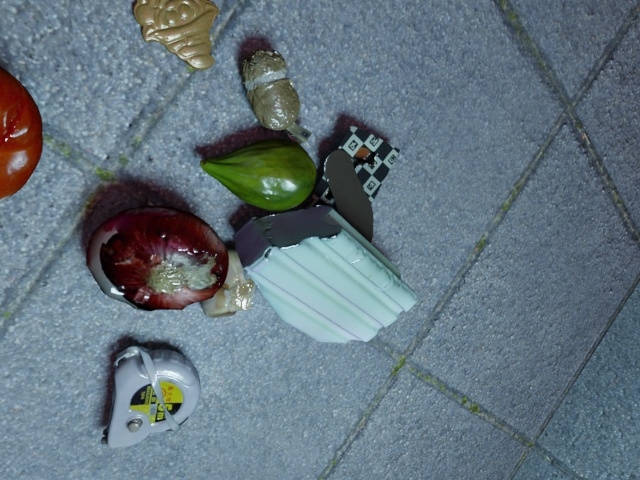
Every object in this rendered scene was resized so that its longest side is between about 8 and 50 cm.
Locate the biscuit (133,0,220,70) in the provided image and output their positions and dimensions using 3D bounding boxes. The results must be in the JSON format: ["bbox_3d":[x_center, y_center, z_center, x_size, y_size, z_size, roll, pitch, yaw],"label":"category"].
[{"bbox_3d":[-0.291,-0.455,0.812,0.162,0.035,0.250,-42,117,-16],"label":"biscuit"}]

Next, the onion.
[{"bbox_3d":[-0.325,0.022,0.863,0.271,0.195,0.272,0,133,0],"label":"onion"}]

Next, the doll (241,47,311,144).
[{"bbox_3d":[-0.101,-0.304,0.910,0.115,0.105,0.221,-66,142,-47],"label":"doll"}]

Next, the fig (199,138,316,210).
[{"bbox_3d":[-0.126,-0.136,0.916,0.233,0.167,0.167,-16,112,-4],"label":"fig"}]

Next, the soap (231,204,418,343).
[{"bbox_3d":[0.011,0.088,0.998,0.261,0.156,0.446,-40,131,14],"label":"soap"}]

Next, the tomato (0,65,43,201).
[{"bbox_3d":[-0.589,-0.174,0.609,0.226,0.299,0.299,42,82,11],"label":"tomato"}]

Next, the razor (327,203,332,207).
[{"bbox_3d":[-0.005,-0.002,1.071,0.066,0.033,0.190,-42,144,-54],"label":"razor"}]

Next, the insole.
[{"bbox_3d":[0.079,-0.093,1.074,0.111,0.007,0.328,-36,132,-14],"label":"insole"}]

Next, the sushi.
[{"bbox_3d":[0.066,-0.148,1.069,0.192,0.043,0.280,13,113,-36],"label":"sushi"}]

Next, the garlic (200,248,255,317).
[{"bbox_3d":[-0.216,0.104,0.981,0.123,0.099,0.175,7,97,-9],"label":"garlic"}]

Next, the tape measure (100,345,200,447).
[{"bbox_3d":[-0.375,0.347,0.945,0.196,0.120,0.236,9,105,-23],"label":"tape measure"}]
